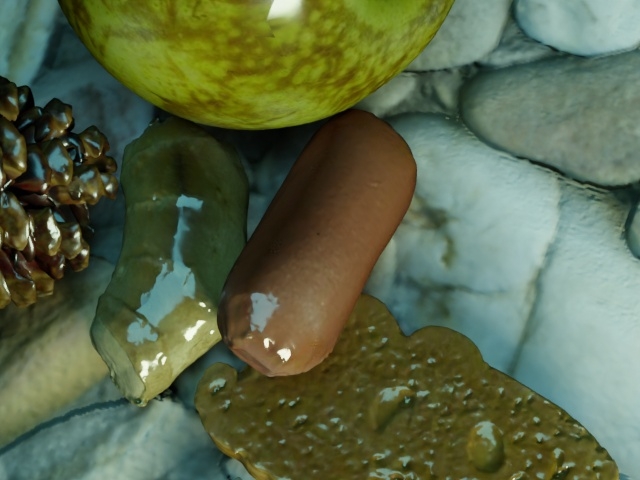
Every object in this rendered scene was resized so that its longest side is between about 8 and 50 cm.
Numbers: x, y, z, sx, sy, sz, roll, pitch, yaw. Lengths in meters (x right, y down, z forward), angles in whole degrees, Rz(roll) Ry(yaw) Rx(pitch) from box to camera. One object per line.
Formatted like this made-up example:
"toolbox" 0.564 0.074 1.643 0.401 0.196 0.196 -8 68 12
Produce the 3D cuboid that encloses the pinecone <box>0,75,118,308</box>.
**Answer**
"pinecone" -0.201 -0.028 1.062 0.173 0.173 0.173 -1 67 3

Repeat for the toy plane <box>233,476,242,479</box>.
"toy plane" -0.025 0.189 1.021 0.049 0.031 0.120 -41 72 -19

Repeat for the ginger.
"ginger" -0.088 0.008 1.082 0.095 0.069 0.190 -7 66 22

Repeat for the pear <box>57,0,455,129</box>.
"pear" -0.044 -0.204 1.072 0.283 0.283 0.283 -1 67 3

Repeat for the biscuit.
"biscuit" 0.049 0.114 1.042 0.250 0.035 0.162 11 67 12

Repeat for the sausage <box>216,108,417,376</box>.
"sausage" 0.000 0.000 1.060 0.077 0.077 0.194 21 55 12
